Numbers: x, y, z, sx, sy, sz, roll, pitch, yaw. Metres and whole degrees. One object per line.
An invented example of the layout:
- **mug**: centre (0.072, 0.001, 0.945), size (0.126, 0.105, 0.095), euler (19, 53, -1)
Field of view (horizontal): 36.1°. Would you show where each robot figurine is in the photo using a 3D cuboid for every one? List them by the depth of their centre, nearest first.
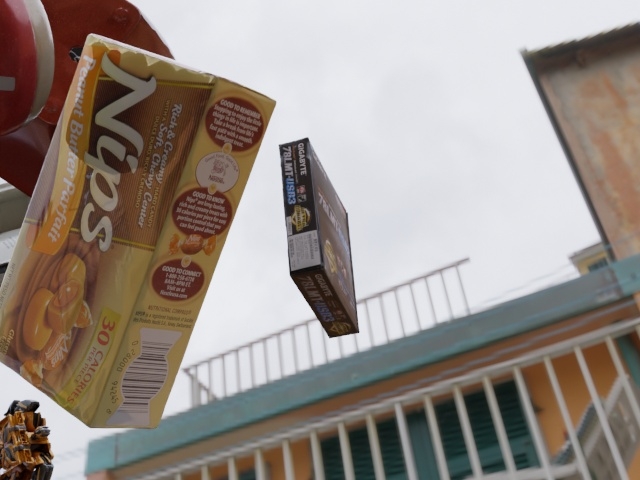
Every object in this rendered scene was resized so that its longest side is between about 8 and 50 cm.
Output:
- **robot figurine**: centre (-0.618, 0.438, 1.909), size (0.085, 0.211, 0.291), euler (11, -44, -46)

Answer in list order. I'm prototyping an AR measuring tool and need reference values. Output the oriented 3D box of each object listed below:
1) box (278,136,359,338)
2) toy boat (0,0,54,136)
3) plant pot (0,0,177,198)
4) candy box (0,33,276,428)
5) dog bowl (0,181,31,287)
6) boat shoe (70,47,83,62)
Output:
- **box**: centre (0.000, 0.000, 1.920), size (0.073, 0.293, 0.295), euler (-11, -32, 12)
- **toy boat**: centre (-0.343, -0.165, 0.822), size (0.231, 0.151, 0.151), euler (20, -61, 16)
- **plant pot**: centre (-0.346, -0.222, 1.240), size (0.267, 0.267, 0.236), euler (33, -17, -3)
- **candy box**: centre (-0.179, -0.011, 0.891), size (0.088, 0.183, 0.316), euler (16, -84, -53)
- **dog bowl**: centre (-0.473, 0.030, 1.548), size (0.408, 0.408, 0.150), euler (-11, -68, 2)
- **boat shoe**: centre (-0.414, -0.261, 1.470), size (0.306, 0.104, 0.113), euler (0, -22, -37)
